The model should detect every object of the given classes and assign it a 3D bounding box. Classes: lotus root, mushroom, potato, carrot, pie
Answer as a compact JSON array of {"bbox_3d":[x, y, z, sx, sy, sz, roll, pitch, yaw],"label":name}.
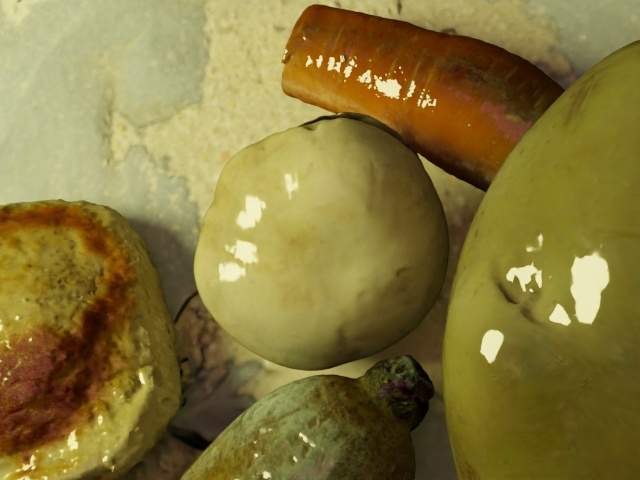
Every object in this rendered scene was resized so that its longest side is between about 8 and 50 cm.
[{"bbox_3d":[-0.010,0.140,0.621,0.192,0.088,0.113,-43,67,-3],"label":"lotus root"},{"bbox_3d":[0.000,0.000,0.643,0.154,0.122,0.154,-3,110,-8],"label":"mushroom"},{"bbox_3d":[0.194,0.030,0.539,0.326,0.221,0.243,-46,117,-3],"label":"potato"},{"bbox_3d":[0.069,-0.091,0.669,0.193,0.087,0.087,30,83,18],"label":"carrot"},{"bbox_3d":[-0.182,0.069,0.668,0.178,0.084,0.205,-16,71,5],"label":"pie"}]
